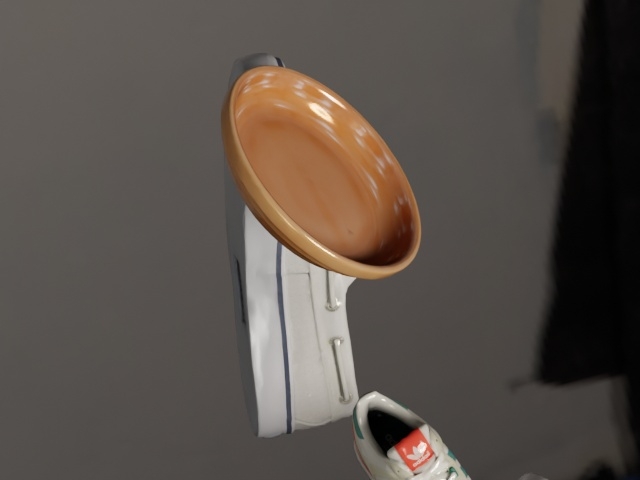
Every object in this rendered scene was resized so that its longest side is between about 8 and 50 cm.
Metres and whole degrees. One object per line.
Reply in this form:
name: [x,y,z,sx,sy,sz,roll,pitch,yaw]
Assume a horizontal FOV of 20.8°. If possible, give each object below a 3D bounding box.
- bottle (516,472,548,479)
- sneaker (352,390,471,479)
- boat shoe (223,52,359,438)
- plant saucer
bottle: [0.093,0.297,1.424,0.092,0.283,0.118,36,-34,32]
sneaker: [0.072,0.167,1.187,0.161,0.057,0.075,50,-11,30]
boat shoe: [0.002,0.005,1.562,0.136,0.157,0.367,-123,-153,-66]
plant saucer: [-0.004,-0.049,1.381,0.037,0.200,0.200,-40,-125,31]
